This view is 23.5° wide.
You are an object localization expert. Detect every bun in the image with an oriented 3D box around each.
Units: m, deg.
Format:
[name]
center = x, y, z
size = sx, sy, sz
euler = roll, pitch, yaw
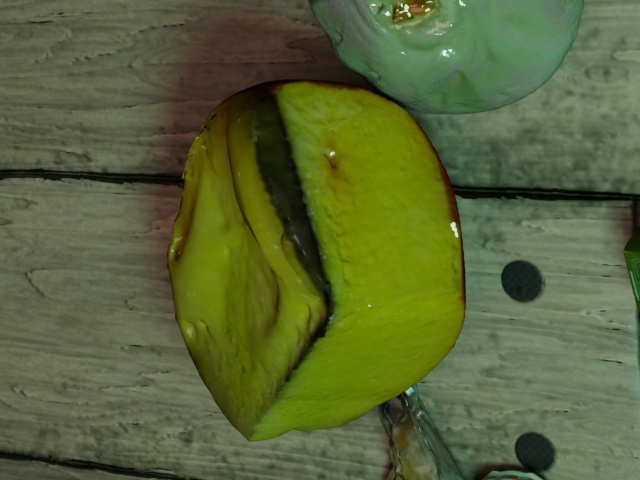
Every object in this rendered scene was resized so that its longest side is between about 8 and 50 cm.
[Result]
[bun]
center = 0.103, -0.247, 1.483
size = 0.293, 0.187, 0.293
euler = 13, 116, 28

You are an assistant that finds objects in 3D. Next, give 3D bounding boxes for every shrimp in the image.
[shrimp]
center = 0.107, 0.286, 1.752
size = 0.164, 0.062, 0.317
euler = -22, 86, 54

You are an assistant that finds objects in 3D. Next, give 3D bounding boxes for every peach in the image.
[peach]
center = 0.000, 0.000, 1.603
size = 0.306, 0.242, 0.380
euler = 57, 149, 28

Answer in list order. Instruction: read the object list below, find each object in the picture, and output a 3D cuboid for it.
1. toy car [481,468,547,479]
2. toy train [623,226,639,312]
[toy car]
center = 0.229, 0.350, 1.715
size = 0.095, 0.056, 0.205
euler = -2, 106, 30
[toy train]
center = 0.400, 0.055, 1.456
size = 0.225, 0.090, 0.137
euler = 7, 124, 45
